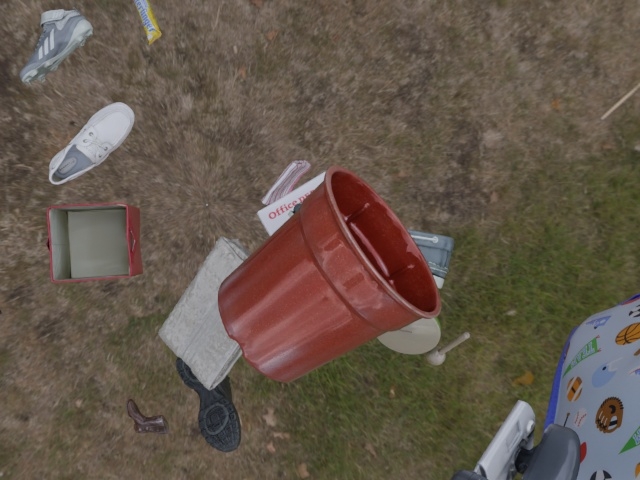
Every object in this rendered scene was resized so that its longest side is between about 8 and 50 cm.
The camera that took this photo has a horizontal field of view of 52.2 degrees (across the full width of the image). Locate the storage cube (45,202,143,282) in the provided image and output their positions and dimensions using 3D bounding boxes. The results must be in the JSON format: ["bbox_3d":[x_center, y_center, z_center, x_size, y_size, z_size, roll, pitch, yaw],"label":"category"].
[{"bbox_3d":[-0.561,0.004,1.649,0.214,0.193,0.184,-4,90,-6],"label":"storage cube"}]

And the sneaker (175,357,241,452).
[{"bbox_3d":[-0.267,0.401,1.692,0.109,0.130,0.286,-23,81,12],"label":"sneaker"}]

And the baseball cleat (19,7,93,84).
[{"bbox_3d":[-0.628,-0.455,1.509,0.206,0.072,0.109,-44,97,-14],"label":"baseball cleat"}]

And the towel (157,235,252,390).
[{"bbox_3d":[-0.212,0.148,1.375,0.187,0.049,0.282,41,102,25],"label":"towel"}]

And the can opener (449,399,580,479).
[{"bbox_3d":[0.168,0.273,0.640,0.283,0.095,0.076,-41,125,-37],"label":"can opener"}]

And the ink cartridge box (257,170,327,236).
[{"bbox_3d":[0.000,0.000,1.358,0.172,0.100,0.237,-31,89,0],"label":"ink cartridge box"}]

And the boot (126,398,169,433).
[{"bbox_3d":[-0.466,0.476,1.772,0.114,0.037,0.106,-9,106,31],"label":"boot"}]

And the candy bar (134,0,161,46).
[{"bbox_3d":[-0.373,-0.485,1.385,0.040,0.018,0.162,-32,72,29],"label":"candy bar"}]

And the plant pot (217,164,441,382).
[{"bbox_3d":[0.000,0.071,1.019,0.265,0.272,0.272,-37,99,20],"label":"plant pot"}]

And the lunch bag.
[{"bbox_3d":[0.503,0.224,0.913,0.238,0.328,0.386,29,55,-12],"label":"lunch bag"}]

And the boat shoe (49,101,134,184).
[{"bbox_3d":[-0.581,-0.235,1.662,0.277,0.096,0.098,-41,117,12],"label":"boat shoe"}]

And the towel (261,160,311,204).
[{"bbox_3d":[-0.091,-0.163,1.843,0.029,0.197,0.144,39,102,4],"label":"towel"}]

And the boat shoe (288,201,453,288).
[{"bbox_3d":[0.092,-0.015,1.200,0.319,0.116,0.099,24,92,21],"label":"boat shoe"}]

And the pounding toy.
[{"bbox_3d":[0.260,0.214,1.746,0.236,0.110,0.183,28,132,-3],"label":"pounding toy"}]
